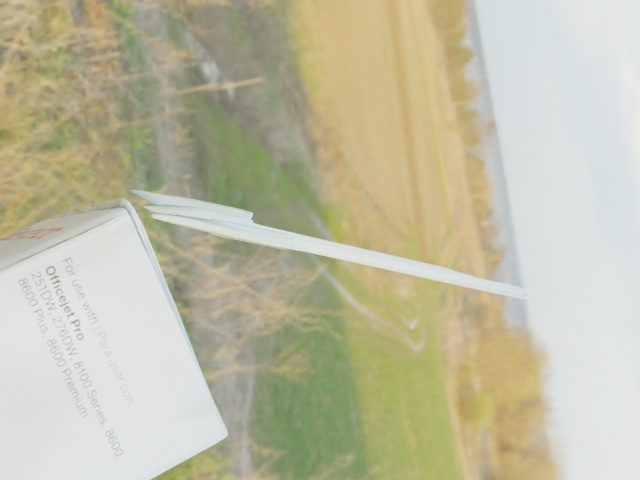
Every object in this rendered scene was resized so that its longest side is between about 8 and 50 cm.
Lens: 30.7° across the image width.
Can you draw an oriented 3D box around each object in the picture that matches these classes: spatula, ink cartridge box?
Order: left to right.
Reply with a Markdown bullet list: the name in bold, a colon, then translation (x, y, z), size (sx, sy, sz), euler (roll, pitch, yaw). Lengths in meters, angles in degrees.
- **ink cartridge box**: translation (-0.296, 0.129, 0.755), size (0.285, 0.395, 0.166), euler (0, -66, 67)
- **spatula**: translation (0.000, 0.000, 0.757), size (0.168, 0.242, 0.019), euler (-167, -91, -75)
